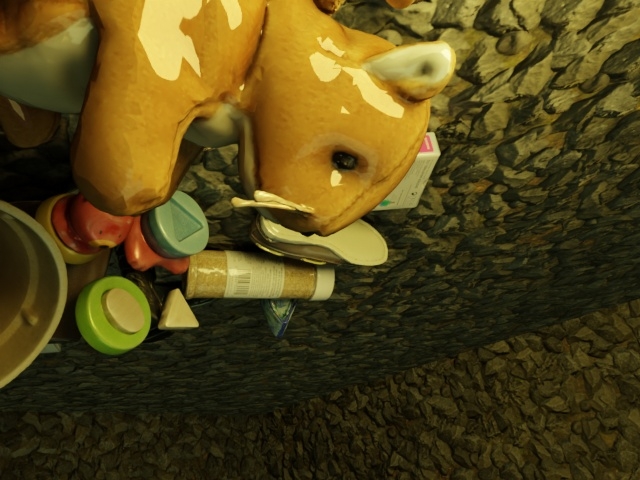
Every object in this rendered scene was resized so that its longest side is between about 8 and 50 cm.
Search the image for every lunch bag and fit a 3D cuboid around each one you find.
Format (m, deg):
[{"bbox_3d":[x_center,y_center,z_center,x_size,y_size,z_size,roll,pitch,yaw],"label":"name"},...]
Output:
[{"bbox_3d":[-0.113,0.175,1.401,0.097,0.151,0.128,-2,152,-13],"label":"lunch bag"}]

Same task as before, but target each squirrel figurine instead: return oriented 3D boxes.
[{"bbox_3d":[-0.074,-0.195,0.412,0.371,0.396,0.281,19,170,-3],"label":"squirrel figurine"}]

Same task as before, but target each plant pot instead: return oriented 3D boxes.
[{"bbox_3d":[-0.601,0.034,0.746,0.334,0.306,0.333,-28,132,-36],"label":"plant pot"},{"bbox_3d":[-0.492,0.070,0.944,0.216,0.230,0.215,-3,166,-1],"label":"plant pot"}]

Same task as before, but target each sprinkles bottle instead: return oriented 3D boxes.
[{"bbox_3d":[-0.148,0.084,1.246,0.356,0.121,0.121,3,151,-22],"label":"sprinkles bottle"}]

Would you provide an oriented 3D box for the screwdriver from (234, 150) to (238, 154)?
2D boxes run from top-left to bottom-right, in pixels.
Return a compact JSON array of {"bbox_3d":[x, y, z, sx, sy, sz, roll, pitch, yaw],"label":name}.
[{"bbox_3d":[-0.086,-0.183,0.860,0.170,0.025,0.024,-18,154,36],"label":"screwdriver"}]

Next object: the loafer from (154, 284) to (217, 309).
[{"bbox_3d":[-0.396,0.164,1.366,0.268,0.096,0.084,-8,159,-5],"label":"loafer"}]

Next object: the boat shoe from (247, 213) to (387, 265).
[{"bbox_3d":[0.000,0.000,1.138,0.325,0.116,0.097,13,151,-30],"label":"boat shoe"}]

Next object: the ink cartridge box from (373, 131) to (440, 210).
[{"bbox_3d":[0.049,-0.119,0.970,0.312,0.065,0.185,-7,153,-9],"label":"ink cartridge box"}]

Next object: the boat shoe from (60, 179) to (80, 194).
[{"bbox_3d":[-0.415,-0.093,0.903,0.142,0.040,0.049,-22,164,27],"label":"boat shoe"}]

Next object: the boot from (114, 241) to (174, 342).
[{"bbox_3d":[-0.388,0.086,1.051,0.091,0.228,0.263,-20,163,-7],"label":"boot"}]

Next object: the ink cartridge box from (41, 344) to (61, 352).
[{"bbox_3d":[-0.738,0.190,1.230,0.220,0.160,0.092,0,153,-16],"label":"ink cartridge box"}]

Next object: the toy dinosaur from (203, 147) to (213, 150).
[{"bbox_3d":[-0.196,-0.189,0.717,0.322,0.164,0.218,-34,164,8],"label":"toy dinosaur"}]

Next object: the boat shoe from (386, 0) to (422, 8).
[{"bbox_3d":[0.131,-0.348,0.545,0.073,0.073,0.207,-38,173,-31],"label":"boat shoe"}]

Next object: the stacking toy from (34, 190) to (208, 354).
[{"bbox_3d":[-0.293,0.034,0.892,0.131,0.279,0.309,-22,172,26],"label":"stacking toy"}]
